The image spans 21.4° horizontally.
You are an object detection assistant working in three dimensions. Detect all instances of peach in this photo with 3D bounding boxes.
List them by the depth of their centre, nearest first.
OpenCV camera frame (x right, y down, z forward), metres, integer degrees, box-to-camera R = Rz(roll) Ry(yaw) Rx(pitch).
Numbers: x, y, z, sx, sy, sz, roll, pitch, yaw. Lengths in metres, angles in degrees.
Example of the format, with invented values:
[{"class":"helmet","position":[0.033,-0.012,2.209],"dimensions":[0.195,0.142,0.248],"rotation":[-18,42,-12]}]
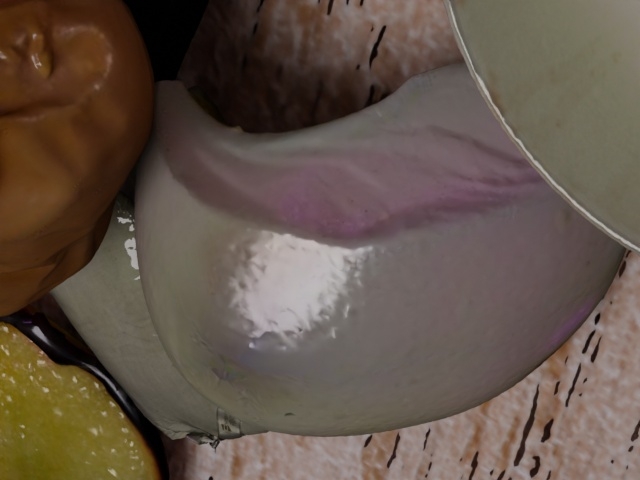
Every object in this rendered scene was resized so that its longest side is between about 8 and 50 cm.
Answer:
[{"class":"peach","position":[-0.180,0.145,1.148],"dimensions":[0.189,0.068,0.279],"rotation":[17,127,17]}]

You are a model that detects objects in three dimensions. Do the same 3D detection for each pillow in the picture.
[{"class":"pillow","position":[-0.099,0.036,1.000],"dimensions":[0.134,0.078,0.181],"rotation":[-19,108,50]}]

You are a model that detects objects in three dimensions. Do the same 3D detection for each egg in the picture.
[{"class":"egg","position":[0.009,0.017,0.848],"dimensions":[0.271,0.162,0.206],"rotation":[6,122,35]}]

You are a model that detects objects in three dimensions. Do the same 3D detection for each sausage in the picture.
[{"class":"sausage","position":[-0.156,-0.040,0.839],"dimensions":[0.120,0.136,0.241],"rotation":[68,156,13]}]

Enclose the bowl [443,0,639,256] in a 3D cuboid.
[{"class":"bowl","position":[0.192,-0.122,0.625],"dimensions":[0.277,0.145,0.277],"rotation":[21,129,28]}]

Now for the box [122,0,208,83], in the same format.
[{"class":"box","position":[-0.174,-0.206,0.861],"dimensions":[0.290,0.073,0.289],"rotation":[42,149,4]}]
